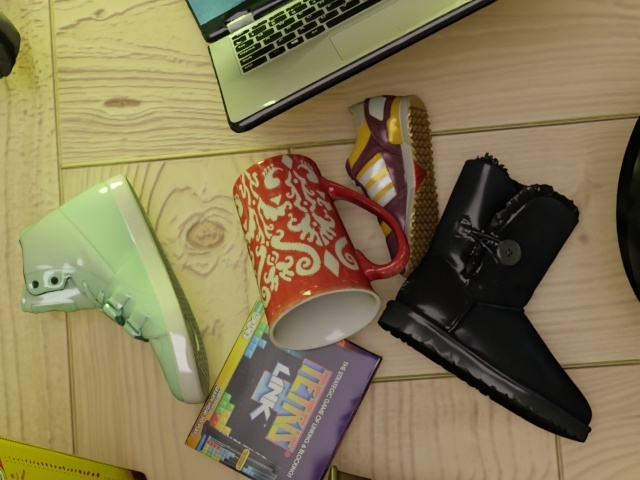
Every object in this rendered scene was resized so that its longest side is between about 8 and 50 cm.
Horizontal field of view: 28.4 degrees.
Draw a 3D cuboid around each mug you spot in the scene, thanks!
[{"bbox_3d":[-0.004,0.006,1.252,0.150,0.113,0.169,-9,59,-21],"label":"mug"}]

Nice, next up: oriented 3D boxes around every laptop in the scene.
[{"bbox_3d":[0.013,-0.350,1.234,0.382,0.408,0.236,-28,117,4],"label":"laptop"}]

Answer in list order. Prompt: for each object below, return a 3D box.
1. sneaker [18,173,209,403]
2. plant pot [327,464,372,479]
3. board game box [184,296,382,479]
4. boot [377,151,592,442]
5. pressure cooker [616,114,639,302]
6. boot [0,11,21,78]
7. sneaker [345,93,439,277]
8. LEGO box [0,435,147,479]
[{"bbox_3d":[-0.215,0.074,1.285,0.151,0.094,0.256,-26,72,-2],"label":"sneaker"},{"bbox_3d":[0.079,0.310,1.212,0.165,0.167,0.167,8,86,-2],"label":"plant pot"},{"bbox_3d":[-0.036,0.163,1.284,0.141,0.048,0.170,26,89,9],"label":"board game box"},{"bbox_3d":[0.204,0.055,1.241,0.246,0.094,0.207,33,81,-4],"label":"boot"},{"bbox_3d":[0.464,-0.026,1.071,0.370,0.420,0.375,-39,112,-8],"label":"pressure cooker"},{"bbox_3d":[-0.411,-0.319,1.300,0.338,0.118,0.222,29,58,5],"label":"boot"},{"bbox_3d":[0.069,-0.055,1.288,0.084,0.069,0.185,-2,90,29],"label":"sneaker"},{"bbox_3d":[-0.361,0.331,1.068,0.372,0.500,0.193,-23,72,3],"label":"LEGO box"}]
